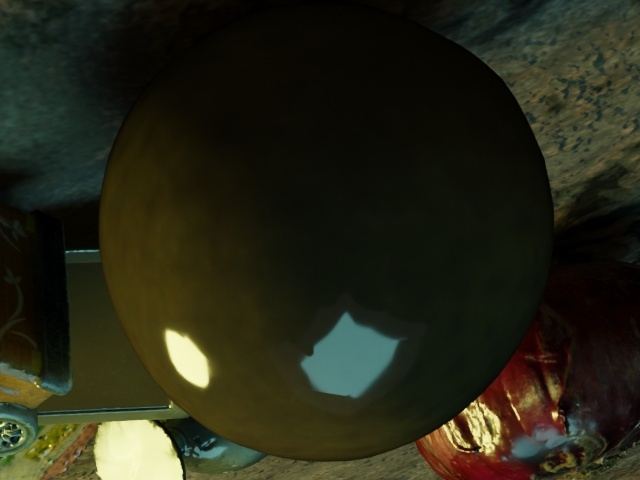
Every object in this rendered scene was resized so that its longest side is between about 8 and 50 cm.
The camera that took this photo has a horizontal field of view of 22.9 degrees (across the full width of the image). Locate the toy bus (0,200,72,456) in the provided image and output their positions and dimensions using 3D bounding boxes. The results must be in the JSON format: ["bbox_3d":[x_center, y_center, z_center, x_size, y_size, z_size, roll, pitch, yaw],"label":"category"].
[{"bbox_3d":[-0.288,0.083,0.940,0.167,0.138,0.275,25,130,-37],"label":"toy bus"}]

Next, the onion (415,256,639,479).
[{"bbox_3d":[0.185,0.104,1.290,0.246,0.190,0.246,-20,177,-1],"label":"onion"}]

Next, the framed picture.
[{"bbox_3d":[-0.210,0.066,1.055,0.252,0.014,0.197,-2,140,-8],"label":"framed picture"}]

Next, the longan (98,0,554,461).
[{"bbox_3d":[0.000,0.000,0.848,0.258,0.258,0.258,-14,157,-6],"label":"longan"}]

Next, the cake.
[{"bbox_3d":[-0.188,0.085,1.184,0.225,0.090,0.109,-45,146,16],"label":"cake"}]

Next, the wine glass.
[{"bbox_3d":[-0.080,0.140,1.241,0.093,0.093,0.202,-33,175,35],"label":"wine glass"}]
